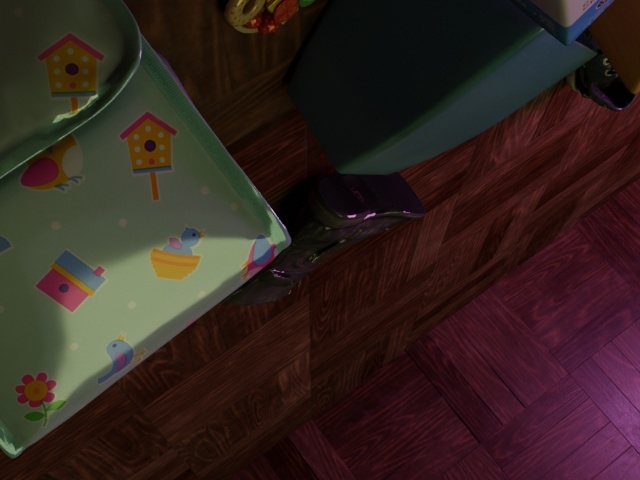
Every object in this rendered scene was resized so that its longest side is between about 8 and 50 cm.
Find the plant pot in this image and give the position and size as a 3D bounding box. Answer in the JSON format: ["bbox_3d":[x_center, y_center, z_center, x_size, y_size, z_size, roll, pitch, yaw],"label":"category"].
[{"bbox_3d":[0.096,-0.171,0.776,0.234,0.165,0.166,-40,163,27],"label":"plant pot"}]

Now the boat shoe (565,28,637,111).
[{"bbox_3d":[0.432,-0.276,1.211,0.127,0.113,0.340,-38,161,-1],"label":"boat shoe"}]

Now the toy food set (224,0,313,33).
[{"bbox_3d":[-0.039,-0.199,0.669,0.082,0.020,0.083,-42,160,9],"label":"toy food set"}]

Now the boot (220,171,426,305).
[{"bbox_3d":[0.000,0.000,1.123,0.263,0.091,0.229,-7,149,-50],"label":"boot"}]

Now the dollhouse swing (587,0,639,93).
[{"bbox_3d":[0.404,-0.368,0.715,0.347,0.315,0.305,-34,-178,-14],"label":"dollhouse swing"}]

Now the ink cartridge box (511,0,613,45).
[{"bbox_3d":[0.146,-0.280,0.498,0.198,0.197,0.270,-46,167,13],"label":"ink cartridge box"}]

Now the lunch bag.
[{"bbox_3d":[-0.181,-0.043,0.487,0.223,0.160,0.262,-37,120,-7],"label":"lunch bag"}]
